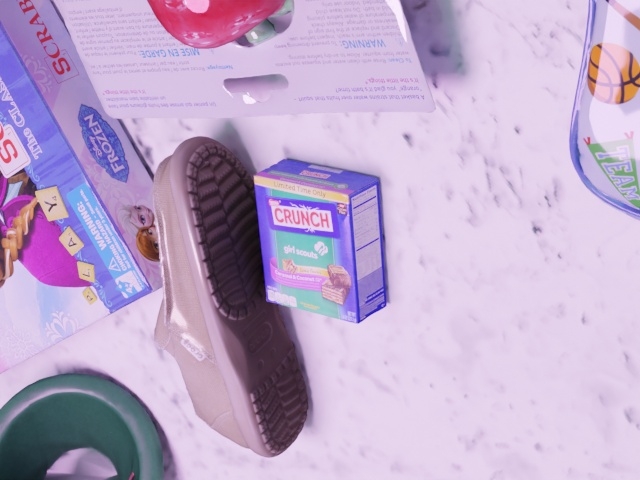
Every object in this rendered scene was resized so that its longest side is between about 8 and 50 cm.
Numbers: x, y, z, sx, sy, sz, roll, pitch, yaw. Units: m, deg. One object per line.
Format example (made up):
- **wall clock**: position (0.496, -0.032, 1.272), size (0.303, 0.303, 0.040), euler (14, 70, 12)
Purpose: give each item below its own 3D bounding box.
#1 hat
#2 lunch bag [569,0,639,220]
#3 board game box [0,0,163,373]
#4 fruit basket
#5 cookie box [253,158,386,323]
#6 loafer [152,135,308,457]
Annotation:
- **hat**: position (-0.211, 0.232, 1.791), size (0.173, 0.183, 0.208), euler (31, 87, 15)
- **lunch bag**: position (0.281, -0.121, 1.143), size (0.243, 0.115, 0.303), euler (23, 124, 26)
- **board game box**: position (-0.292, -0.054, 1.678), size (0.318, 0.066, 0.319), euler (-29, 92, 44)
- **fruit basket**: position (-0.093, -0.247, 1.385), size (0.327, 0.165, 0.353), euler (1, 128, 40)
- **cookie box**: position (0.000, 0.000, 1.484), size (0.091, 0.040, 0.107), euler (13, 119, 35)
- **loafer**: position (-0.088, 0.049, 1.540), size (0.092, 0.102, 0.269), euler (0, 112, 33)
